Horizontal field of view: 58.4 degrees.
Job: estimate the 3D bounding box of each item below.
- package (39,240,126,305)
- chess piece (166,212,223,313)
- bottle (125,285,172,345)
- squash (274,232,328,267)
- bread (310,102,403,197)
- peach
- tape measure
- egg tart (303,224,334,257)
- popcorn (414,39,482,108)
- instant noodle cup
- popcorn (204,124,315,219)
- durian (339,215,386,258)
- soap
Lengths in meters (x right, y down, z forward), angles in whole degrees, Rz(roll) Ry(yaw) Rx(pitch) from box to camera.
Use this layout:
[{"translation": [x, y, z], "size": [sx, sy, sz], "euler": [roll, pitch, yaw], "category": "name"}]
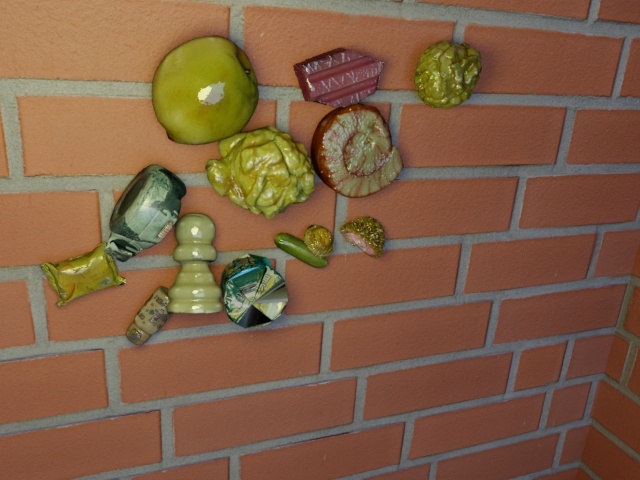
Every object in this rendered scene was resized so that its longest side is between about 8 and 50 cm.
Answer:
[{"translation": [-0.754, 0.109, 1.821], "size": [0.226, 0.090, 0.168], "euler": [-22, 119, -16], "category": "package"}, {"translation": [-0.412, 0.075, 1.879], "size": [0.183, 0.182, 0.329], "euler": [1, 84, -23], "category": "chess piece"}, {"translation": [-0.575, 0.263, 1.944], "size": [0.097, 0.110, 0.209], "euler": [39, 92, 1], "category": "bottle"}, {"translation": [-0.068, 0.038, 2.092], "size": [0.239, 0.069, 0.069], "euler": [30, 96, -29], "category": "squash"}, {"translation": [0.119, -0.309, 2.008], "size": [0.295, 0.114, 0.327], "euler": [-32, 119, -7], "category": "bread"}, {"translation": [-0.336, -0.429, 1.679], "size": [0.316, 0.281, 0.314], "euler": [-22, 123, -3], "category": "peach"}, {"translation": [-0.527, -0.094, 1.745], "size": [0.275, 0.256, 0.147], "euler": [-38, 125, 26], "category": "tape measure"}, {"translation": [0.000, 0.000, 2.082], "size": [0.131, 0.052, 0.130], "euler": [12, 66, -28], "category": "egg tart"}, {"translation": [0.452, -0.580, 1.992], "size": [0.259, 0.212, 0.259], "euler": [-8, 119, -14], "category": "popcorn"}, {"translation": [-0.245, 0.167, 2.004], "size": [0.241, 0.178, 0.240], "euler": [-8, 112, -20], "category": "instant noodle cup"}, {"translation": [-0.170, -0.220, 1.827], "size": [0.279, 0.274, 0.335], "euler": [-17, 153, 25], "category": "popcorn"}, {"translation": [0.172, -0.008, 2.155], "size": [0.132, 0.165, 0.182], "euler": [-29, 97, 25], "category": "durian"}, {"translation": [0.074, -0.542, 1.898], "size": [0.289, 0.112, 0.182], "euler": [-23, 117, -13], "category": "soap"}]
